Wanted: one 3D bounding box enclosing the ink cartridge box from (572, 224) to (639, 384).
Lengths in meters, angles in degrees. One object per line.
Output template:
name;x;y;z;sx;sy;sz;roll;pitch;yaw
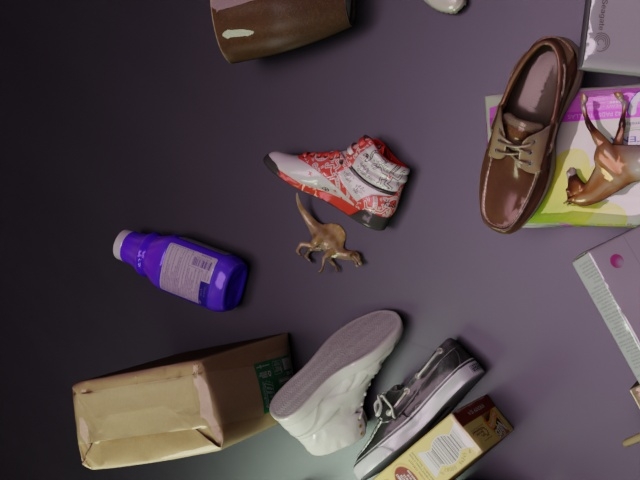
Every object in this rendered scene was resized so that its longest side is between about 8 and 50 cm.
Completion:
ink cartridge box;0.593;0.103;1.499;0.324;0.071;0.330;-24;79;-17

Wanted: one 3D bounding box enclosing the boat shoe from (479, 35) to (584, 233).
boat shoe;0.315;-0.168;1.584;0.123;0.116;0.324;18;99;25

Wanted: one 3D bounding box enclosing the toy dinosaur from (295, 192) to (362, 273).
toy dinosaur;0.000;0.000;1.907;0.183;0.053;0.092;44;95;9

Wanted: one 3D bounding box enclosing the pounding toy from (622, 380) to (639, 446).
pounding toy;0.533;0.244;1.565;0.181;0.206;0.094;-31;80;25

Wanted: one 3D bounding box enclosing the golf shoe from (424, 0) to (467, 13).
golf shoe;0.180;-0.464;1.761;0.176;0.086;0.069;46;109;15

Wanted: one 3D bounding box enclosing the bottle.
bottle;-0.286;0.050;2.016;0.283;0.092;0.118;18;101;24

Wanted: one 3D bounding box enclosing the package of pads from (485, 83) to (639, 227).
package of pads;0.423;-0.133;1.653;0.297;0.101;0.229;-1;92;27

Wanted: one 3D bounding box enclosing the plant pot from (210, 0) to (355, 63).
plant pot;-0.058;-0.436;1.828;0.231;0.215;0.215;-1;93;13

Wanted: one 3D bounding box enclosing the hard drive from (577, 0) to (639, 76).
hard drive;0.581;-0.356;1.514;0.353;0.047;0.232;6;94;3

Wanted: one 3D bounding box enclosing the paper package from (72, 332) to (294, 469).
paper package;-0.237;0.297;1.879;0.310;0.325;0.168;-13;87;27

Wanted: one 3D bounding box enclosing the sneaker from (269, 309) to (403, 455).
sneaker;0.058;0.269;1.865;0.292;0.169;0.108;-40;36;-6

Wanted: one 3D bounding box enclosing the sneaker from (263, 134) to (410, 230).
sneaker;0.035;-0.141;1.851;0.270;0.090;0.145;30;105;18

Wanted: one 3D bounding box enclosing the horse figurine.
horse figurine;0.499;-0.143;1.528;0.263;0.066;0.174;-1;90;21

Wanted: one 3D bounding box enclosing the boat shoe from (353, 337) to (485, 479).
boat shoe;0.154;0.303;1.809;0.306;0.113;0.105;-50;66;17

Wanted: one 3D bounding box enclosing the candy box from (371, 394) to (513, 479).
candy box;0.175;0.410;1.763;0.316;0.183;0.087;-44;72;21
